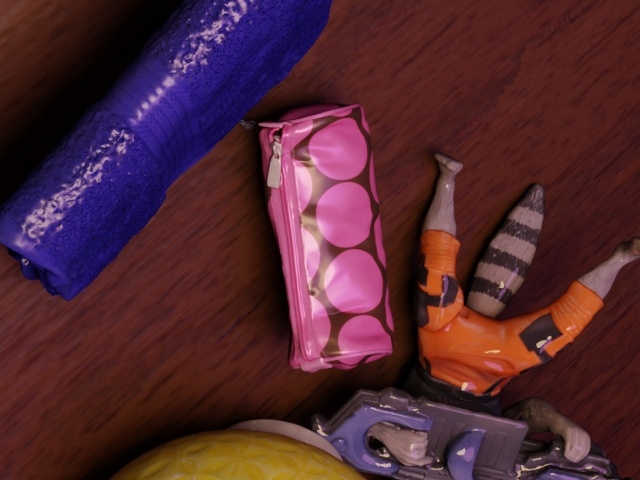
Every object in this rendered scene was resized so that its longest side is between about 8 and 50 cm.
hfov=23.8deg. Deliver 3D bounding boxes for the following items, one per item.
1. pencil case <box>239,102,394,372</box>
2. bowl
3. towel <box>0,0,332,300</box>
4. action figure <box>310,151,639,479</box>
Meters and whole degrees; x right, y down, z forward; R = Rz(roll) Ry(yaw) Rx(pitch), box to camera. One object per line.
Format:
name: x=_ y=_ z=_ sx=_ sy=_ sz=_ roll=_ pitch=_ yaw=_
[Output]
pencil case: x=0.000 y=0.000 z=1.181 sx=0.098 sy=0.095 sz=0.209 roll=-21 pitch=102 yaw=-65
bowl: x=-0.048 y=0.237 z=1.204 sx=0.289 sy=0.289 sz=0.156 roll=59 pitch=30 yaw=-33
towel: x=-0.096 y=-0.089 z=1.039 sx=0.076 sy=0.227 sz=0.308 roll=41 pitch=83 yaw=-3
action figure: x=0.171 y=0.129 z=1.317 sx=0.341 sy=0.178 sz=0.330 roll=21 pitch=101 yaw=-10
